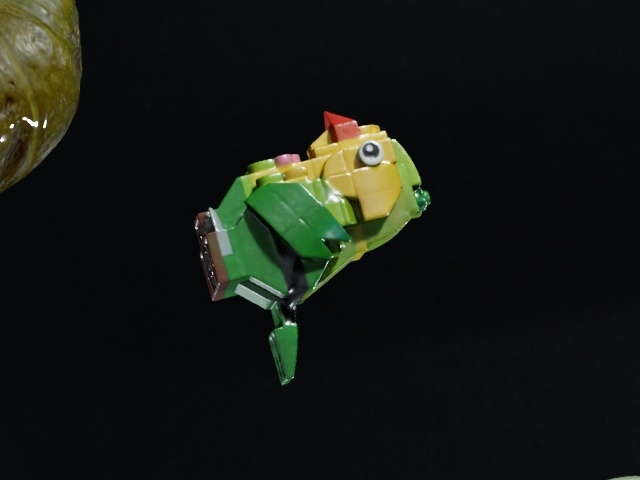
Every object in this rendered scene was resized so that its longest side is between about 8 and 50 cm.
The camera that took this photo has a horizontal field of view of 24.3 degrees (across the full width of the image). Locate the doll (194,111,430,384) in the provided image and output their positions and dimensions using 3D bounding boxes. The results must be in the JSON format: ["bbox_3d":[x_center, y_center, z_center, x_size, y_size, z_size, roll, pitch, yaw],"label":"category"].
[{"bbox_3d":[-0.006,-0.006,1.096,0.134,0.186,0.106,45,-14,5],"label":"doll"}]

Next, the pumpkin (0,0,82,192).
[{"bbox_3d":[-0.205,-0.106,0.697,0.219,0.219,0.162,48,-53,-7],"label":"pumpkin"}]

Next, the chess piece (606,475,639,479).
[{"bbox_3d":[0.245,0.152,0.615,0.442,0.234,0.234,-20,-72,9],"label":"chess piece"}]
